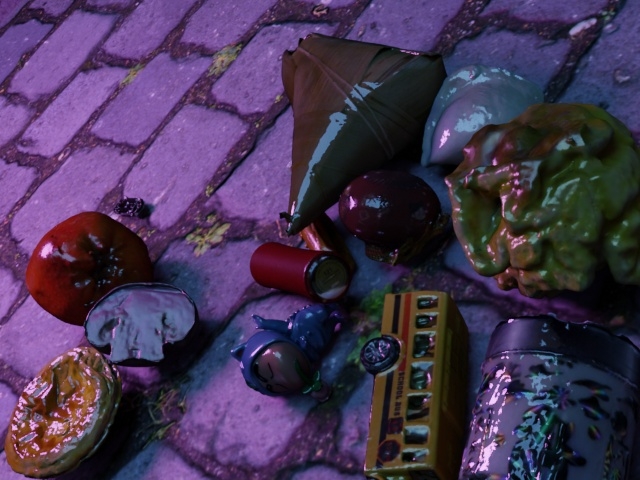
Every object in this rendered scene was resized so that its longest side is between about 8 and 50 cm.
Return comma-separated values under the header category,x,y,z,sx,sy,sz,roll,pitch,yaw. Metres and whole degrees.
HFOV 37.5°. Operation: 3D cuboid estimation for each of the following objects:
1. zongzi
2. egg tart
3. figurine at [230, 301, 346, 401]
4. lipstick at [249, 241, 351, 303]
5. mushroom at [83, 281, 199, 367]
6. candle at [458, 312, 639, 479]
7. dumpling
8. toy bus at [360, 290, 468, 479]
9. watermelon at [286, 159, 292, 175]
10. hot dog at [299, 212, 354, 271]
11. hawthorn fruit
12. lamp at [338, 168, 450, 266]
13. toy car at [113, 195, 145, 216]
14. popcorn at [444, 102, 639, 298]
category,x,y,z,sx,sy,sz,roll,pitch,yaw
zongzi,-0.029,-0.211,1.640,0.418,0.181,0.447,-46,38,-16
egg tart,-0.414,0.291,1.558,0.241,0.106,0.241,-21,46,24
figurine,-0.032,0.163,1.388,0.178,0.114,0.144,-39,41,-12
lipstick,-0.035,0.047,1.452,0.080,0.080,0.241,-51,21,-12
mushroom,-0.288,0.145,1.581,0.188,0.117,0.141,-5,74,10
candle,0.244,0.245,1.034,0.187,0.187,0.330,-3,55,36
dumpling,0.248,-0.188,1.478,0.217,0.105,0.149,-21,51,22
toy bus,0.118,0.227,1.200,0.123,0.121,0.335,-9,48,22
watermelon,-0.031,-0.148,1.694,0.085,0.061,0.085,-19,43,19
hot dog,0.000,0.000,1.533,0.055,0.072,0.188,-52,36,20
hawthorn fruit,-0.442,0.056,1.728,0.299,0.211,0.211,-6,50,48
lamp,0.104,-0.035,1.440,0.156,0.134,0.157,2,20,-14
toy car,-0.387,-0.068,1.921,0.093,0.025,0.041,9,62,46
popcorn,0.304,-0.041,1.207,0.293,0.237,0.293,-22,40,19
